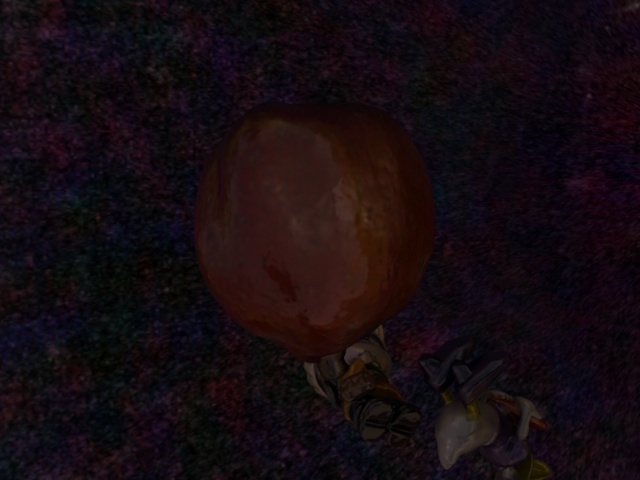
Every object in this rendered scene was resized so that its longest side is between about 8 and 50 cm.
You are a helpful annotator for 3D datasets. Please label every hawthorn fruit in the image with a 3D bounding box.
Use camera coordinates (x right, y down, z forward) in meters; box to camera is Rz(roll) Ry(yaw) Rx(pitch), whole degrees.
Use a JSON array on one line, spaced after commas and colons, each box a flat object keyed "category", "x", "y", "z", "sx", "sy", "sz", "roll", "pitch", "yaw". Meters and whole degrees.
[{"category": "hawthorn fruit", "x": 0.000, "y": 0.000, "z": 0.585, "sx": 0.169, "sy": 0.169, "sz": 0.188, "roll": -17, "pitch": 82, "yaw": 27}]

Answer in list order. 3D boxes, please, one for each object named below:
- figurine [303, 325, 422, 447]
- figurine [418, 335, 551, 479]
[{"category": "figurine", "x": 0.072, "y": 0.287, "z": 1.701, "sx": 0.205, "sy": 0.185, "sz": 0.332, "roll": -58, "pitch": 27, "yaw": 28}, {"category": "figurine", "x": 0.308, "y": 0.365, "z": 1.531, "sx": 0.421, "sy": 0.193, "sz": 0.154, "roll": 53, "pitch": 160, "yaw": -25}]
